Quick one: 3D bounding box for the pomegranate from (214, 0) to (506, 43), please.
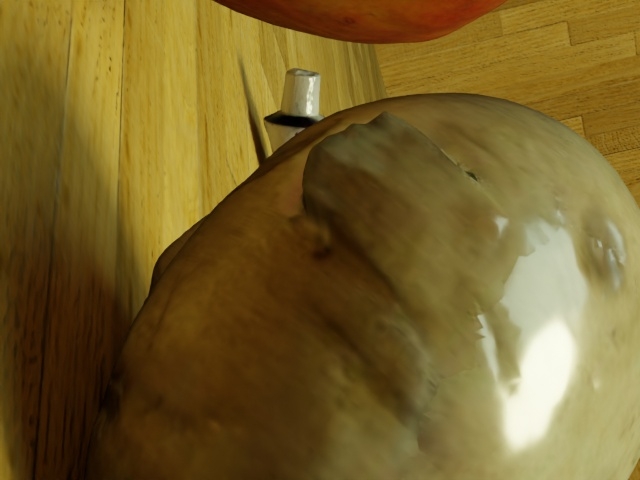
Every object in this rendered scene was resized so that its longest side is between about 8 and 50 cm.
[{"bbox_3d":[-0.005,-0.207,0.630,0.270,0.252,0.229,8,96,-44],"label":"pomegranate"}]

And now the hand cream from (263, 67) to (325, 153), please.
[{"bbox_3d":[-0.004,0.000,1.095,0.084,0.050,0.257,-80,163,-69],"label":"hand cream"}]

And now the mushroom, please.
[{"bbox_3d":[0.019,0.056,0.537,0.184,0.255,0.255,38,-22,39],"label":"mushroom"}]
